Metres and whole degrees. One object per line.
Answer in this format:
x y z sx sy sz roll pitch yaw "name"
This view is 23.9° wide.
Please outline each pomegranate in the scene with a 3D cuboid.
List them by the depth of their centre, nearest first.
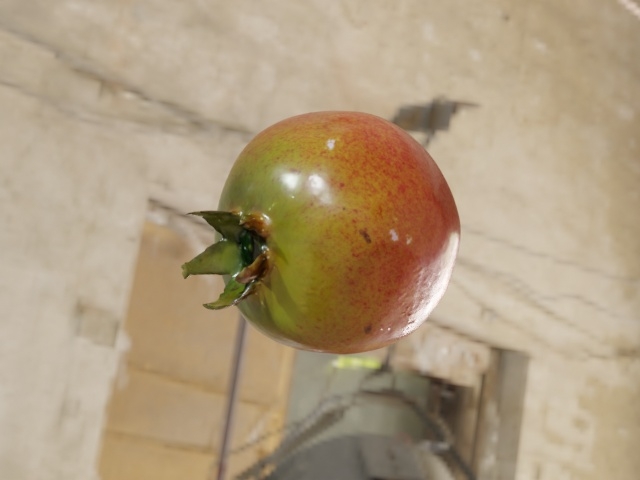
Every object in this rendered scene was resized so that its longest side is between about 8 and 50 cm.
0.000 0.000 1.323 0.257 0.220 0.221 -15 2 -34 "pomegranate"
